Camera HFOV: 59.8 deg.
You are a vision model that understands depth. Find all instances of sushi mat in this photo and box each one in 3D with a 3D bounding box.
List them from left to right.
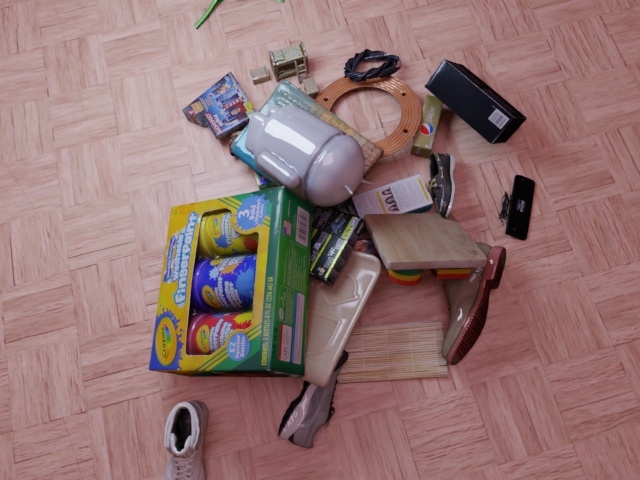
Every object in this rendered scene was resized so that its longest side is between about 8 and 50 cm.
[{"bbox_3d":[0.182,0.299,1.493,0.316,0.019,0.152,-4,71,1],"label":"sushi mat"}]

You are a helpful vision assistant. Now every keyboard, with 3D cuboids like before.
[{"bbox_3d":[0.561,-0.100,1.610,0.100,0.038,0.192,21,71,-16],"label":"keyboard"}]

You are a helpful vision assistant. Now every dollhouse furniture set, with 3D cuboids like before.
[{"bbox_3d":[-0.116,-0.505,1.725,0.181,0.101,0.161,-18,72,-4],"label":"dollhouse furniture set"}]

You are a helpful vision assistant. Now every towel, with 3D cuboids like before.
[{"bbox_3d":[-0.041,-0.258,1.598,0.370,0.040,0.271,37,84,9],"label":"towel"}]

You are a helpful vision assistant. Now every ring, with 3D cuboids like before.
[{"bbox_3d":[0.135,-0.374,1.686,0.336,0.032,0.337,-3,64,7],"label":"ring"}]

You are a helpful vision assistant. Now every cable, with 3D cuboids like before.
[{"bbox_3d":[0.149,-0.548,1.730,0.184,0.047,0.150,-25,50,-15],"label":"cable"}]

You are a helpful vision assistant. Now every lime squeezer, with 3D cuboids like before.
[{"bbox_3d":[-0.285,-0.806,1.855,0.310,0.059,0.110,-19,72,-5],"label":"lime squeezer"}]

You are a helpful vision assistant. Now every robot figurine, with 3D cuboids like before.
[{"bbox_3d":[-0.032,-0.219,1.452,0.353,0.200,0.300,33,43,18],"label":"robot figurine"}]

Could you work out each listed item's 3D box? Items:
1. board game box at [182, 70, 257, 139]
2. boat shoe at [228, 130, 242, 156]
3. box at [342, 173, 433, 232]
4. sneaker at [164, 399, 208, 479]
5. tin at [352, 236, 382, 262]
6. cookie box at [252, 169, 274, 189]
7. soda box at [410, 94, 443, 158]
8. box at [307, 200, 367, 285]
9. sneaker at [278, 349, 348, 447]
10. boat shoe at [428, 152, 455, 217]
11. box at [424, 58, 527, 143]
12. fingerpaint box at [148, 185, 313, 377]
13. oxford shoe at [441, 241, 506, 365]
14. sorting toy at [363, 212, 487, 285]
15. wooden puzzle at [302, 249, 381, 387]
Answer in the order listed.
[{"bbox_3d":[-0.312,-0.395,1.711,0.194,0.060,0.194,-30,66,-5],"label":"board game box"},{"bbox_3d":[-0.173,-0.290,1.671,0.206,0.073,0.073,-7,59,10],"label":"boat shoe"},{"bbox_3d":[0.190,-0.102,1.602,0.244,0.060,0.101,-18,72,-4],"label":"box"},{"bbox_3d":[-0.340,0.539,1.354,0.108,0.169,0.293,0,73,0],"label":"sneaker"},{"bbox_3d":[0.080,0.049,1.570,0.189,0.040,0.106,-2,68,1],"label":"tin"},{"bbox_3d":[-0.147,-0.211,1.661,0.107,0.040,0.092,-20,73,-4],"label":"cookie box"},{"bbox_3d":[0.322,-0.344,1.676,0.058,0.061,0.181,14,73,7],"label":"soda box"},{"bbox_3d":[0.000,0.000,1.463,0.184,0.045,0.191,22,77,34],"label":"box"},{"bbox_3d":[-0.001,0.402,1.428,0.108,0.100,0.272,32,85,-3],"label":"sneaker"},{"bbox_3d":[0.341,-0.161,1.587,0.068,0.081,0.228,12,52,-2],"label":"boat shoe"},{"bbox_3d":[0.453,-0.402,1.620,0.261,0.184,0.103,46,121,15],"label":"box"},{"bbox_3d":[-0.224,0.115,1.417,0.371,0.163,0.445,-7,70,29],"label":"fingerpaint box"},{"bbox_3d":[0.384,0.163,1.496,0.130,0.123,0.348,17,69,30],"label":"oxford shoe"},{"bbox_3d":[0.261,0.024,1.468,0.255,0.089,0.257,-1,29,-10],"label":"sorting toy"},{"bbox_3d":[-0.032,0.176,1.458,0.322,0.080,0.348,14,70,35],"label":"wooden puzzle"}]
